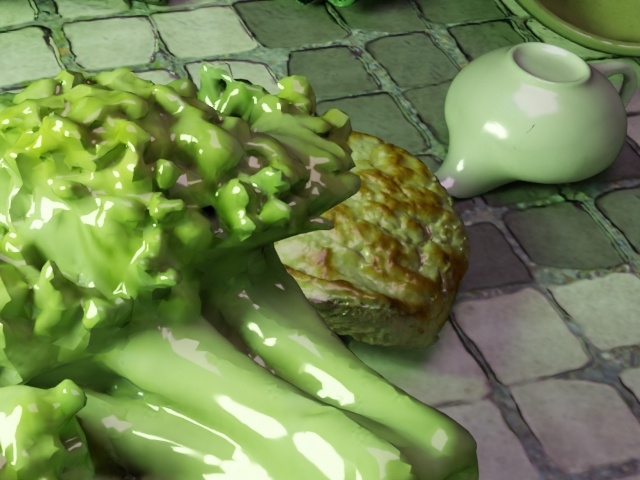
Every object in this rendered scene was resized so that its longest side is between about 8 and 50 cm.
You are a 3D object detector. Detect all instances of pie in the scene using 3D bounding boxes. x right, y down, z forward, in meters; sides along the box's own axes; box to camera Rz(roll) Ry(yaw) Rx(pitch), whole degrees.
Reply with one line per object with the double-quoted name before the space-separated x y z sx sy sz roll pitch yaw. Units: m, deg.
"pie" 0.000 0.000 0.893 0.205 0.084 0.179 11 42 0

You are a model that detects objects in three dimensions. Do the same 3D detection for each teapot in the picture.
"teapot" 0.181 -0.106 1.049 0.226 0.092 0.145 -18 48 -33

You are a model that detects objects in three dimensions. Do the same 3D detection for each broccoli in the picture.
"broccoli" -0.061 0.092 0.594 0.281 0.293 0.347 18 74 39

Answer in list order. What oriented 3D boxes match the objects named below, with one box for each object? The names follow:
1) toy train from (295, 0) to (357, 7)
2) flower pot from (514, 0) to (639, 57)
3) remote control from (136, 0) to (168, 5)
"toy train" 0.040 -0.278 1.226 0.132 0.083 0.200 32 47 21
"flower pot" 0.299 -0.332 1.189 0.307 0.307 0.244 15 27 8
"remote control" -0.152 -0.357 1.159 0.123 0.285 0.038 16 1 4
